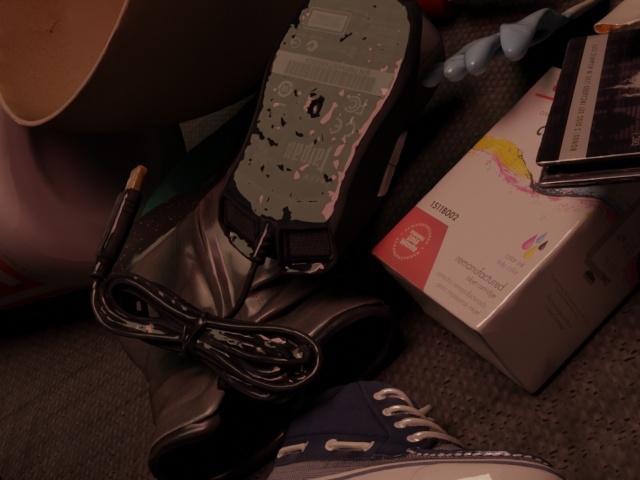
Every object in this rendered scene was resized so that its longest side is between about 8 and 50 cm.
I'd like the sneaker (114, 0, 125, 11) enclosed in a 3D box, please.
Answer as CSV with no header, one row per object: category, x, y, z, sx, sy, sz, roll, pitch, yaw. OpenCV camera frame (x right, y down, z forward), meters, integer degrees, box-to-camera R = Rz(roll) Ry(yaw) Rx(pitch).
sneaker,-0.077,-0.257,0.932,0.283,0.124,0.107,-53,13,-21

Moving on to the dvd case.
dvd case,0.223,-0.077,0.457,0.221,0.018,0.164,-4,29,22

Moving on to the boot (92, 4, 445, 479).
boot,0.000,0.000,0.659,0.338,0.118,0.222,-47,38,6

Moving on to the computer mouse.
computer mouse,-0.038,-0.039,0.603,0.184,0.060,0.262,11,78,30

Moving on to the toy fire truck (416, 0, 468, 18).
toy fire truck,0.067,-0.274,0.802,0.246,0.217,0.158,5,15,25

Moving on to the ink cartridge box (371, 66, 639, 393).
ink cartridge box,0.138,-0.026,0.544,0.198,0.067,0.115,-45,33,-4

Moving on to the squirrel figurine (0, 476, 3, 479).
squirrel figurine,-0.306,0.195,0.567,0.397,0.281,0.370,-62,-6,26

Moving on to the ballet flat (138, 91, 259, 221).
ballet flat,-0.055,-0.061,0.799,0.247,0.083,0.087,-48,46,-4

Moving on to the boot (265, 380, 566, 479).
boot,0.043,0.107,0.494,0.190,0.069,0.086,-17,43,39

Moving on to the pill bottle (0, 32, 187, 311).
pill bottle,-0.342,-0.039,0.950,0.408,0.229,0.229,-15,42,38

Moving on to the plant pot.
plant pot,-0.106,-0.205,0.729,0.284,0.191,0.284,-16,69,49

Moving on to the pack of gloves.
pack of gloves,0.169,-0.160,0.598,0.195,0.046,0.232,-14,13,31
